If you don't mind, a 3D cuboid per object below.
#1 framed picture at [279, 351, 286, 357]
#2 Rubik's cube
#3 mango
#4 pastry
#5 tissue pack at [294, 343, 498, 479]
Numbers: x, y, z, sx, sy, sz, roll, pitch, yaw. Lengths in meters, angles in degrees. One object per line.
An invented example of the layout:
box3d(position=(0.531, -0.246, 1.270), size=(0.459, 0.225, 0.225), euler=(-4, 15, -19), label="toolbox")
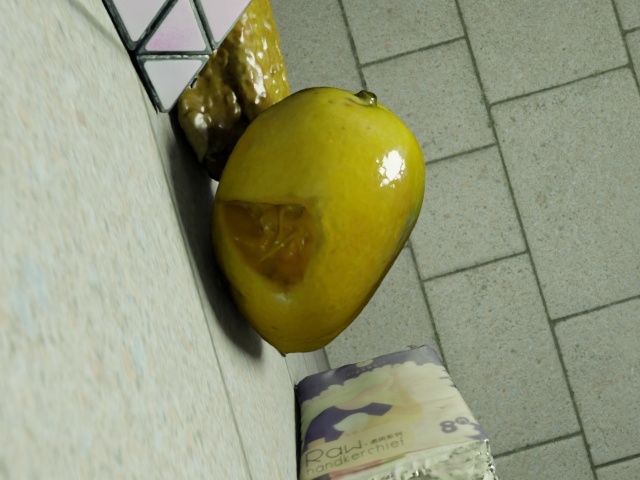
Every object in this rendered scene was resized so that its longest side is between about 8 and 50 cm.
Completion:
box3d(position=(-0.068, 0.139, 1.061), size=(0.089, 0.006, 0.066), euler=(74, -1, -70), label="framed picture")
box3d(position=(-0.121, -0.248, 0.539), size=(0.211, 0.190, 0.178), euler=(69, 17, 8), label="Rubik's cube")
box3d(position=(0.000, 0.000, 0.732), size=(0.253, 0.182, 0.365), euler=(-54, 161, -33), label="mango")
box3d(position=(-0.100, -0.195, 0.794), size=(0.235, 0.132, 0.240), euler=(85, -12, -86), label="pastry")
box3d(position=(0.092, 0.276, 0.988), size=(0.344, 0.242, 0.125), euler=(-102, 177, -79), label="tissue pack")
